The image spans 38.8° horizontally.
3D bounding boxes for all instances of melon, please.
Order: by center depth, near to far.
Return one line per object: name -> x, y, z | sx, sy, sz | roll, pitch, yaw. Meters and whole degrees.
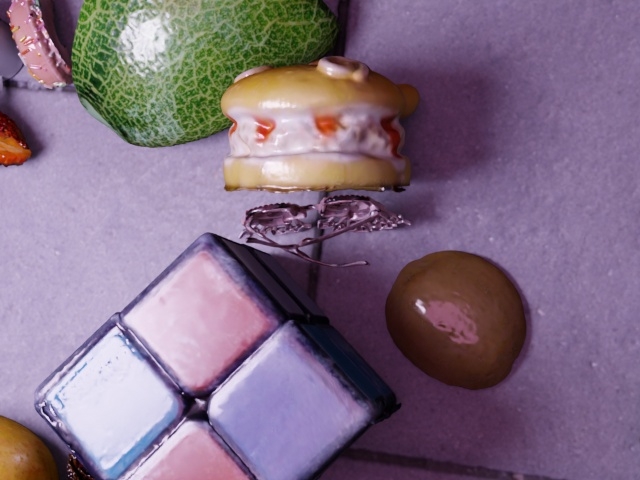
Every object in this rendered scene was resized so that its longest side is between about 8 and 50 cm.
melon -> -0.199, -0.295, 1.350 | 0.331, 0.226, 0.343 | 39, 86, -24

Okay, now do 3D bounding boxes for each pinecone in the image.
pinecone -> -0.338, 0.331, 1.353 | 0.083, 0.077, 0.077 | -32, 79, -5

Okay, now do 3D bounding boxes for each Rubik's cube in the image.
Rubik's cube -> -0.119, 0.211, 1.206 | 0.313, 0.316, 0.318 | -44, 77, 3

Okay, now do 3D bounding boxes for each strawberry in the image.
strawberry -> -0.545, -0.182, 1.426 | 0.192, 0.140, 0.085 | -6, 44, 25

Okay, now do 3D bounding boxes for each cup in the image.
cup -> -0.541, -0.295, 1.425 | 0.099, 0.133, 0.136 | 14, 86, 10

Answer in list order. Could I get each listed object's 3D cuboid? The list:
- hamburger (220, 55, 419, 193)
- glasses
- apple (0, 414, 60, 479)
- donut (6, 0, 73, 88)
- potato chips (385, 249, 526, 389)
hamburger -> 0.012, -0.155, 1.246 | 0.302, 0.261, 0.186 | 0, 93, -32
glasses -> 0.001, -0.006, 1.283 | 0.255, 0.162, 0.095 | -2, 85, 7
apple -> -0.520, 0.385, 1.279 | 0.299, 0.275, 0.299 | -1, 88, 14
donut -> -0.444, -0.323, 1.423 | 0.065, 0.117, 0.166 | -20, 80, 2
potato chips -> 0.193, 0.113, 1.293 | 0.195, 0.062, 0.208 | -19, 79, 5
